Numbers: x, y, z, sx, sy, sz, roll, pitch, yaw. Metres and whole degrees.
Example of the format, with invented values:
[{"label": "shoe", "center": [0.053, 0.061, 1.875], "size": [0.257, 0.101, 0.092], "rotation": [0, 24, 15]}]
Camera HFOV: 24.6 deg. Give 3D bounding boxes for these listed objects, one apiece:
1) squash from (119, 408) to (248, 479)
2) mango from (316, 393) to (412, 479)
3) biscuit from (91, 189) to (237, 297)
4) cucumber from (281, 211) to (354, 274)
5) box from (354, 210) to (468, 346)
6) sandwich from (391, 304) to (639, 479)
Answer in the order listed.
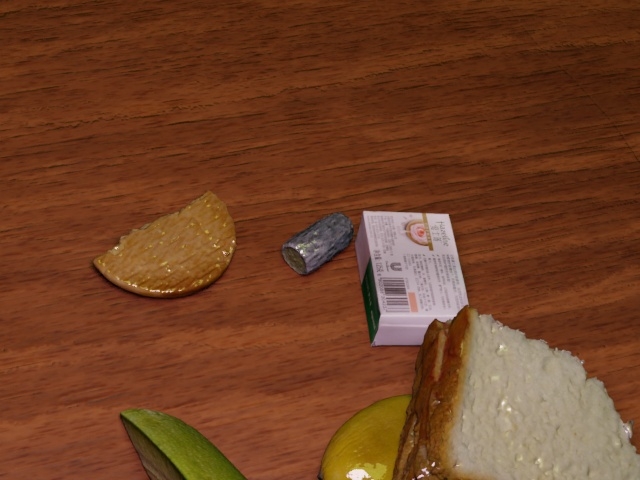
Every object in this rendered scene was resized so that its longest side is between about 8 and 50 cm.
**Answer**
[{"label": "squash", "center": [-0.142, 0.335, 1.862], "size": [0.111, 0.203, 0.288], "rotation": [-18, 21, -24]}, {"label": "mango", "center": [0.096, 0.272, 1.926], "size": [0.137, 0.091, 0.237], "rotation": [39, 47, 13]}, {"label": "biscuit", "center": [-0.204, 0.018, 2.112], "size": [0.144, 0.033, 0.224], "rotation": [41, 55, 19]}, {"label": "cucumber", "center": [-0.002, 0.001, 2.149], "size": [0.064, 0.064, 0.112], "rotation": [40, 54, 21]}, {"label": "box", "center": [0.130, 0.054, 2.120], "size": [0.135, 0.081, 0.199], "rotation": [2, 52, -11]}, {"label": "sandwich", "center": [0.262, 0.265, 1.885], "size": [0.325, 0.131, 0.262], "rotation": [25, 50, -15]}]
